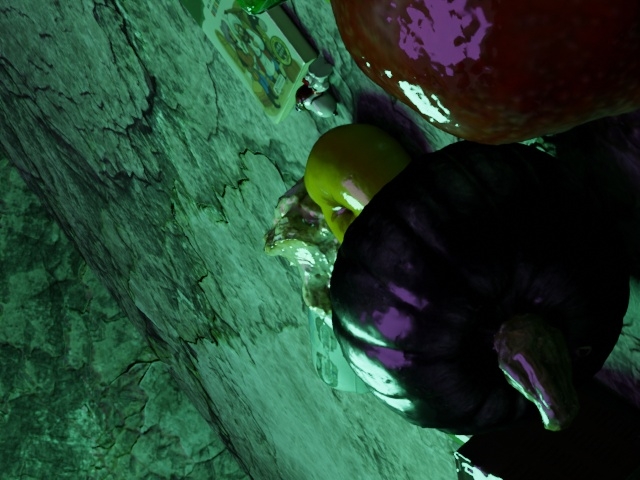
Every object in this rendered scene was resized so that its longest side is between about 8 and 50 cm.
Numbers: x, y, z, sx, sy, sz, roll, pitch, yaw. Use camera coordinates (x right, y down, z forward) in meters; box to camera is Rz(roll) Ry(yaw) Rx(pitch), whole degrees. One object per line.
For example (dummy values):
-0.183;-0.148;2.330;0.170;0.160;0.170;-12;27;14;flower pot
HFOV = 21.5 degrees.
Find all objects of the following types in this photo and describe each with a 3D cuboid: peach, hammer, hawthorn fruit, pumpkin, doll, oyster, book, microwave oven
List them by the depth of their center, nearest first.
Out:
0.150;-0.240;1.175;0.285;0.285;0.369;46;154;25;hawthorn fruit
0.161;0.058;1.581;0.296;0.296;0.296;46;158;24;pumpkin
0.280;0.292;1.869;0.178;0.188;0.247;32;146;37;microwave oven
0.055;-0.052;1.955;0.179;0.103;0.179;43;154;27;peach
-0.007;-0.180;1.991;0.058;0.040;0.085;25;151;33;doll
-0.109;-0.285;2.073;0.264;0.027;0.202;53;161;7;book
0.000;0.000;2.095;0.163;0.081;0.191;-10;97;36;oyster
0.121;0.173;2.173;0.335;0.119;0.206;37;155;26;hammer

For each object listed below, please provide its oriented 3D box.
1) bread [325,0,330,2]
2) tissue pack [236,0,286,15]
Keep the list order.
0.003;-0.304;1.725;0.139;0.071;0.130;60;155;-14;bread
-0.049;-0.329;1.583;0.148;0.156;0.209;52;136;6;tissue pack
